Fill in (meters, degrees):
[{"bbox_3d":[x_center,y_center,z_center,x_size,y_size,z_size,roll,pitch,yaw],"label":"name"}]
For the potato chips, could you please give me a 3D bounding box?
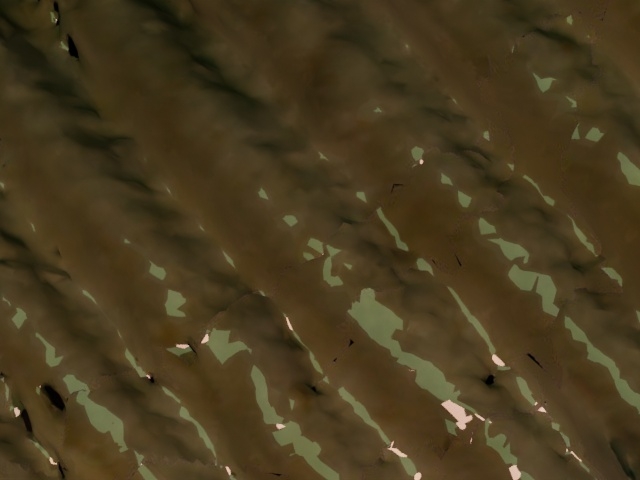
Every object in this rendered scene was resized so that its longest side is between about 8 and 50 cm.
[{"bbox_3d":[0.001,0.008,0.683,0.373,0.097,0.389,-22,73,13],"label":"potato chips"}]
